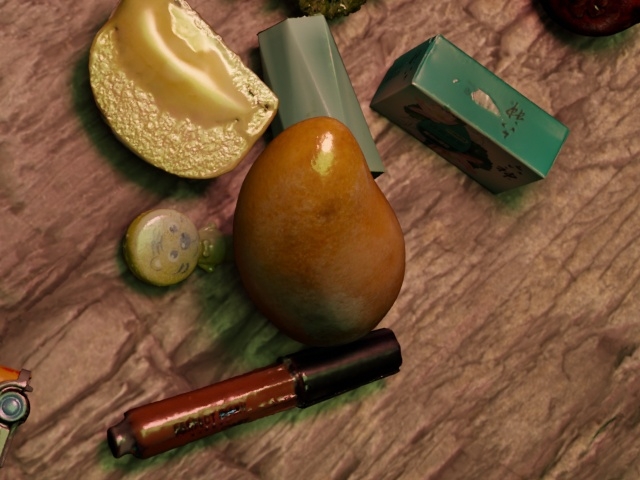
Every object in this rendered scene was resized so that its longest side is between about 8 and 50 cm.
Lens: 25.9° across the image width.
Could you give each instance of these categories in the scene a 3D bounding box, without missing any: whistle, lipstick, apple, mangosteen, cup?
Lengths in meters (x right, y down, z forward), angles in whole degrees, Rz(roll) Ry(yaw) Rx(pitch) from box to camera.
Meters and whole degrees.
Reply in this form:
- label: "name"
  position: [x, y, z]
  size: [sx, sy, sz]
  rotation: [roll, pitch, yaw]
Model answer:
- label: "whistle"
  position: [-0.171, 0.008, 1.873]
  size: [0.198, 0.057, 0.104]
  rotation: [-1, 93, -29]
- label: "lipstick"
  position: [-0.083, 0.206, 1.864]
  size: [0.418, 0.077, 0.077]
  rotation: [-17, 89, -22]
- label: "apple"
  position: [-0.201, -0.199, 1.853]
  size: [0.265, 0.120, 0.193]
  rotation: [44, 82, -8]
- label: "mangosteen"
  position: [0.418, -0.407, 2.092]
  size: [0.209, 0.210, 0.210]
  rotation: [3, 81, -22]
- label: "cup"
  position: [-0.014, -0.183, 1.924]
  size: [0.148, 0.134, 0.236]
  rotation: [-17, 79, 3]

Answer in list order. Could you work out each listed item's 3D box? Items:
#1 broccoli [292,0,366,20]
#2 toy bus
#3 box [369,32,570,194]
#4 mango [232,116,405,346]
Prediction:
- label: "broccoli"
  position: [0.038, -0.440, 1.898]
  size: [0.303, 0.283, 0.321]
  rotation: [36, 98, -28]
- label: "toy bus"
  position: [-0.437, 0.243, 1.691]
  size: [0.136, 0.126, 0.210]
  rotation: [19, 76, -10]
- label: "box"
  position: [0.213, -0.176, 1.994]
  size: [0.244, 0.153, 0.092]
  rotation: [34, 72, -13]
- label: "mango"
  position: [0.000, 0.000, 1.787]
  size: [0.221, 0.384, 0.199]
  rotation: [7, 50, 7]
